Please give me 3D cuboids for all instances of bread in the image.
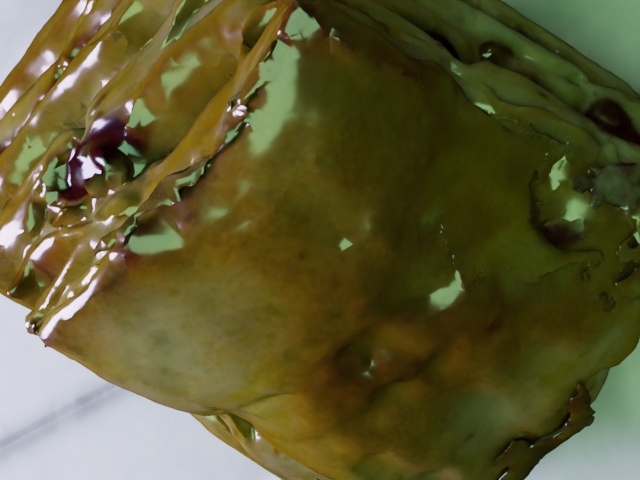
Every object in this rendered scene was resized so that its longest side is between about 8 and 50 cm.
[{"bbox_3d":[0.000,0.000,0.930,0.324,0.167,0.277,34,116,-15],"label":"bread"}]
